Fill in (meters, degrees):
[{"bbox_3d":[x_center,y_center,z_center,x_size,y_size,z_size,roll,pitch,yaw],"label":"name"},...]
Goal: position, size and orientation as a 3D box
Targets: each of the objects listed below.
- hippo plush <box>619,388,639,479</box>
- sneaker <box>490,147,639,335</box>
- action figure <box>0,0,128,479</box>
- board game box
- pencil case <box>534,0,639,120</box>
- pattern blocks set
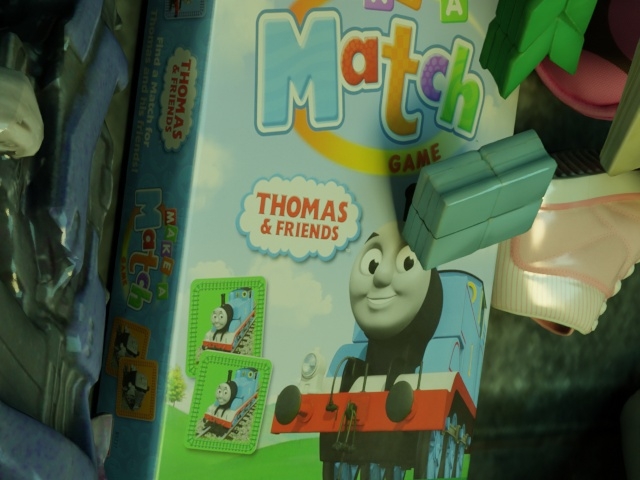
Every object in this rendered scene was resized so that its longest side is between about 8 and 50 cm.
[{"bbox_3d":[0.205,0.211,0.761,0.294,0.234,0.237,-44,143,-63],"label":"hippo plush"},{"bbox_3d":[0.112,0.000,0.770,0.134,0.051,0.070,-7,107,-44],"label":"sneaker"},{"bbox_3d":[-0.156,0.011,0.470,0.330,0.178,0.341,54,30,-43],"label":"action figure"},{"bbox_3d":[0.000,0.000,0.664,0.160,0.039,0.211,5,93,-45],"label":"board game box"},{"bbox_3d":[0.172,-0.130,0.783,0.209,0.095,0.098,-31,97,-40],"label":"pencil case"},{"bbox_3d":[0.184,-0.092,0.643,0.325,0.026,0.285,-16,152,-27],"label":"pattern blocks set"}]
